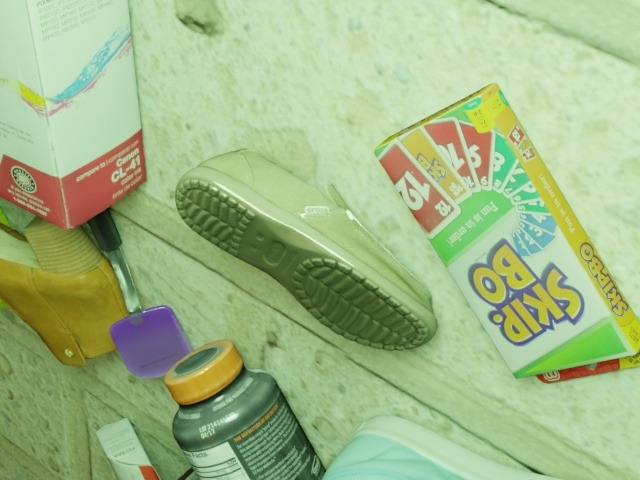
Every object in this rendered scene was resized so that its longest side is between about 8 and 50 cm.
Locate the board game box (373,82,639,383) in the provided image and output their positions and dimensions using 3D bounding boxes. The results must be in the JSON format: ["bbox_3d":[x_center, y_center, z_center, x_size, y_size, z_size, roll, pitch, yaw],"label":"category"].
[{"bbox_3d":[0.157,0.010,0.772,0.124,0.039,0.259,-24,105,49],"label":"board game box"}]

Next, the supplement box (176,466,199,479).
[{"bbox_3d":[-0.103,0.378,1.233,0.104,0.081,0.188,-6,114,44],"label":"supplement box"}]

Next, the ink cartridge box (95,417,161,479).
[{"bbox_3d":[-0.225,0.367,1.283,0.232,0.066,0.189,39,151,65],"label":"ink cartridge box"}]

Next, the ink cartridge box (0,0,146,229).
[{"bbox_3d":[-0.305,-0.194,0.954,0.226,0.131,0.306,26,132,26],"label":"ink cartridge box"}]

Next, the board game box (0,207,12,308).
[{"bbox_3d":[-0.455,0.007,1.300,0.092,0.043,0.181,-6,115,43],"label":"board game box"}]

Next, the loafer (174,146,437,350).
[{"bbox_3d":[0.000,0.000,0.863,0.268,0.092,0.102,36,141,-7],"label":"loafer"}]

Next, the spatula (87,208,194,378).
[{"bbox_3d":[-0.238,0.032,1.124,0.030,0.084,0.296,-110,-1,-78],"label":"spatula"}]

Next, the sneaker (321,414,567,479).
[{"bbox_3d":[0.155,0.296,0.894,0.366,0.150,0.135,14,129,34],"label":"sneaker"}]

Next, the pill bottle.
[{"bbox_3d":[-0.081,0.234,1.072,0.130,0.130,0.245,-13,110,46],"label":"pill bottle"}]

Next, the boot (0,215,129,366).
[{"bbox_3d":[-0.381,0.070,1.209,0.295,0.104,0.211,-6,120,27],"label":"boot"}]
